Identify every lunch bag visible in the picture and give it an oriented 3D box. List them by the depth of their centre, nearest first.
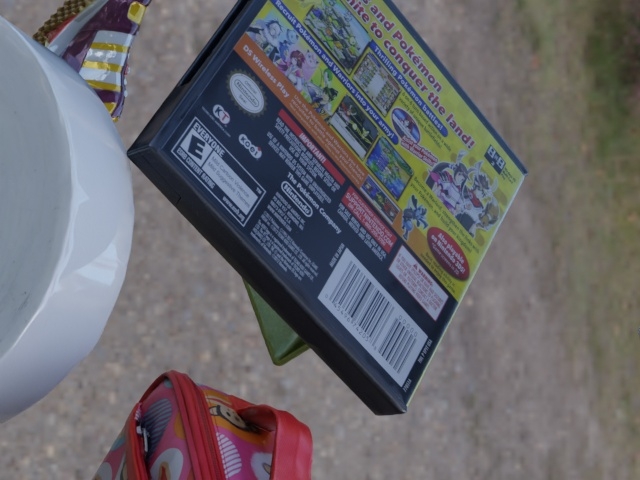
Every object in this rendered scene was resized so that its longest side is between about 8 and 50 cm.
[{"bbox_3d":[-0.087,0.223,0.951,0.120,0.258,0.293,28,14,-21],"label":"lunch bag"}]

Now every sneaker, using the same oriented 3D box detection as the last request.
[{"bbox_3d":[-0.171,-0.134,1.092,0.185,0.069,0.084,-49,116,-21],"label":"sneaker"}]

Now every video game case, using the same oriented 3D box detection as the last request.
[{"bbox_3d":[0.020,-0.055,1.042,0.275,0.035,0.248,47,54,-24],"label":"video game case"}]

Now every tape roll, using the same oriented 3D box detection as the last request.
[{"bbox_3d":[-0.268,-0.016,0.923,0.100,0.286,0.286,32,58,-72],"label":"tape roll"}]

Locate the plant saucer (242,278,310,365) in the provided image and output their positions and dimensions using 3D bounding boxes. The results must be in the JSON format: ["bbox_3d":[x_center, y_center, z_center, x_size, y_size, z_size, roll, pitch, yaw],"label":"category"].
[{"bbox_3d":[0.000,0.000,1.397,0.045,0.188,0.188,-1,64,-48],"label":"plant saucer"}]

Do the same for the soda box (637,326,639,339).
[{"bbox_3d":[0.348,0.078,1.048,0.069,0.216,0.073,4,74,-59],"label":"soda box"}]
